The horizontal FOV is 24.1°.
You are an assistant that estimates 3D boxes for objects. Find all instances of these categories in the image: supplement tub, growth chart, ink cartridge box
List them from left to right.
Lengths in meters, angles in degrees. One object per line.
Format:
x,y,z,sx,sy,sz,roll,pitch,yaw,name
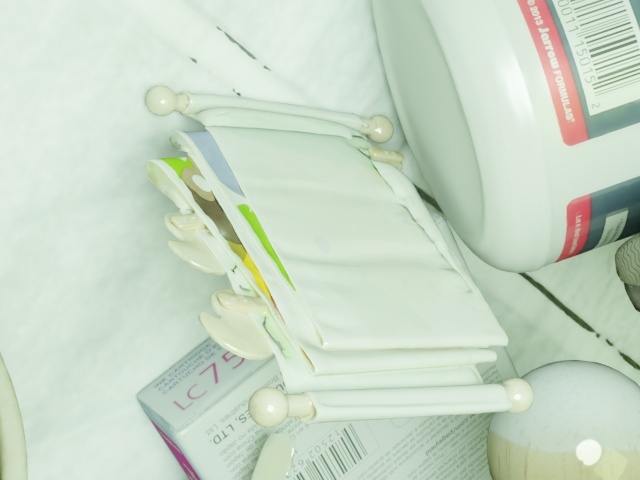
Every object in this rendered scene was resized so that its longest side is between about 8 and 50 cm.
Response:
0.000,0.000,0.695,0.172,0.237,0.021,8,127,-30,growth chart
0.046,0.152,0.862,0.186,0.065,0.311,-38,119,-16,ink cartridge box
0.178,-0.111,0.746,0.272,0.191,0.191,-19,116,-7,supplement tub

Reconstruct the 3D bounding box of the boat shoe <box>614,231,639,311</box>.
0.283,0.028,0.728,0.355,0.132,0.130,0,60,-43,boat shoe

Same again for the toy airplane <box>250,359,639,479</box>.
0.114,0.182,0.669,0.386,0.384,0.272,16,68,-38,toy airplane

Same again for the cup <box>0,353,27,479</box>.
-0.271,0.158,0.533,0.331,0.331,0.237,-20,142,-27,cup
